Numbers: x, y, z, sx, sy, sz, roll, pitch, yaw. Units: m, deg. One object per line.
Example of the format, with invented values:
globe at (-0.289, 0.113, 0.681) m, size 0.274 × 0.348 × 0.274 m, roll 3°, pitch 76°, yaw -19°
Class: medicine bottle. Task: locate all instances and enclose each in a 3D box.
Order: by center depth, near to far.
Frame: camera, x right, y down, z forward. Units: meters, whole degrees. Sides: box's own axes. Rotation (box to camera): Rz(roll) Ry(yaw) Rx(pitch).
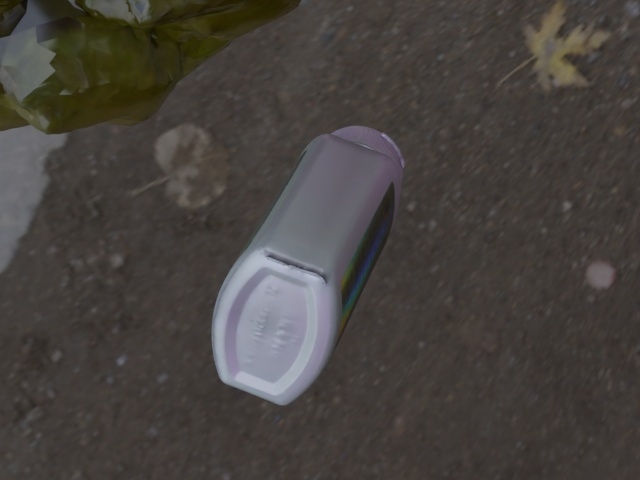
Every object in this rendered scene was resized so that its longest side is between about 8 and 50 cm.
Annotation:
medicine bottle at (0.000, 0.000, 1.014) m, size 0.078 × 0.219 × 0.115 m, roll 20°, pitch 125°, yaw 6°

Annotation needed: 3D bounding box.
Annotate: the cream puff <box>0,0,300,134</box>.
cream puff at (-0.166, -0.202, 0.865) m, size 0.378 × 0.275 × 0.378 m, roll 0°, pitch 129°, yaw 0°
